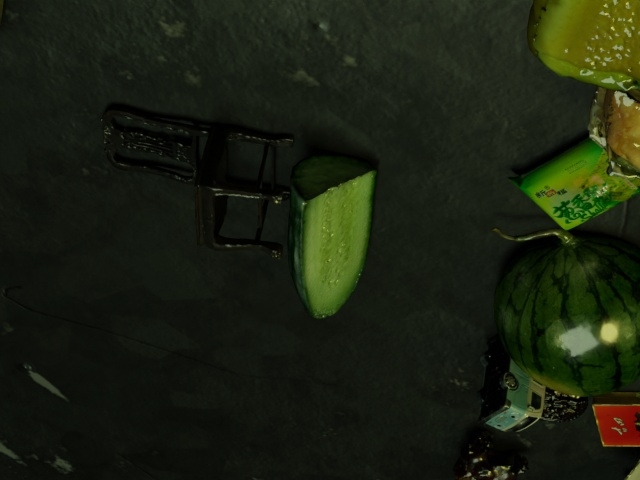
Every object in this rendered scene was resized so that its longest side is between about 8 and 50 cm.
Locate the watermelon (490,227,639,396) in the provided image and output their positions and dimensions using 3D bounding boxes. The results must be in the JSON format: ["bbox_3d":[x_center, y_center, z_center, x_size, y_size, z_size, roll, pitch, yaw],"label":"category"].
[{"bbox_3d":[0.297,0.098,1.750,0.204,0.127,0.232,2,135,12],"label":"watermelon"}]

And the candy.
[{"bbox_3d":[0.296,-0.072,1.628,0.102,0.032,0.178,39,134,-24],"label":"candy"}]

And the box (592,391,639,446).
[{"bbox_3d":[0.417,0.227,1.935,0.133,0.023,0.090,-1,135,19],"label":"box"}]

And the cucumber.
[{"bbox_3d":[0.000,0.000,1.767,0.063,0.115,0.244,42,147,30],"label":"cucumber"}]

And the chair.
[{"bbox_3d":[-0.147,-0.068,1.724,0.229,0.113,0.106,8,137,5],"label":"chair"}]

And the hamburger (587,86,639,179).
[{"bbox_3d":[0.328,-0.112,1.526,0.176,0.087,0.102,22,136,-19],"label":"hamburger"}]

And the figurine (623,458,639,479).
[{"bbox_3d":[0.495,0.354,1.986,0.250,0.166,0.141,-14,156,14],"label":"figurine"}]

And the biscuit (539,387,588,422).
[{"bbox_3d":[0.294,0.200,1.940,0.089,0.027,0.087,-23,127,37],"label":"biscuit"}]

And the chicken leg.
[{"bbox_3d":[0.235,0.342,2.096,0.105,0.063,0.234,8,141,17],"label":"chicken leg"}]

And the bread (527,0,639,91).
[{"bbox_3d":[0.287,-0.292,1.320,0.166,0.112,0.383,14,139,7],"label":"bread"}]

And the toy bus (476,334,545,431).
[{"bbox_3d":[0.237,0.174,1.858,0.075,0.123,0.060,28,138,-19],"label":"toy bus"}]

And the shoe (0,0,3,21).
[{"bbox_3d":[-0.425,-0.301,1.544,0.159,0.124,0.316,9,134,8],"label":"shoe"}]
